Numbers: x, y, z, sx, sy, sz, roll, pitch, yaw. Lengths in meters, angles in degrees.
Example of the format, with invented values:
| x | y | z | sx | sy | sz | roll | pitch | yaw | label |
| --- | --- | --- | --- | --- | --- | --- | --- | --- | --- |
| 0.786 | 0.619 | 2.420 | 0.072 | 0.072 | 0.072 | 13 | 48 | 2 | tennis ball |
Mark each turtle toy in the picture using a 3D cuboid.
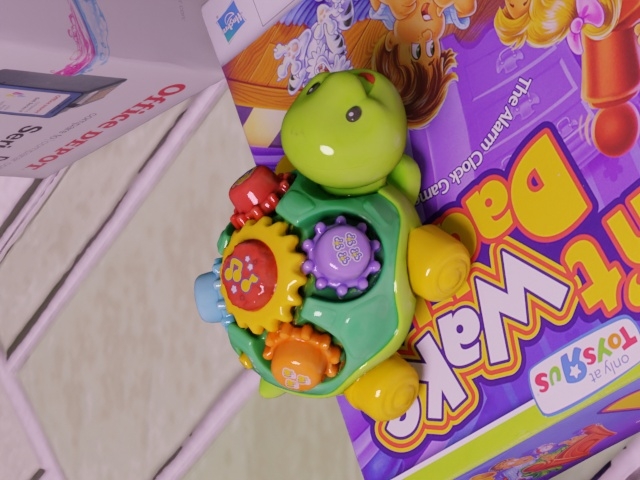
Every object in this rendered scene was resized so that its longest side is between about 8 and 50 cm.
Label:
| x | y | z | sx | sy | sz | roll | pitch | yaw | label |
| --- | --- | --- | --- | --- | --- | --- | --- | --- | --- |
| 0.000 | 0.000 | 0.606 | 0.095 | 0.066 | 0.130 | 35 | 110 | 39 | turtle toy |

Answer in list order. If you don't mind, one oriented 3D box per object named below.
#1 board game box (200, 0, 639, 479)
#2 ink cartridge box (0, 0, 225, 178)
| x | y | z | sx | sy | sz | roll | pitch | yaw | label |
| --- | --- | --- | --- | --- | --- | --- | --- | --- | --- |
| 0.125 | -0.076 | 0.596 | 0.347 | 0.078 | 0.233 | -36 | 64 | 36 | board game box |
| -0.172 | -0.098 | 0.784 | 0.154 | 0.212 | 0.093 | -23 | 75 | 39 | ink cartridge box |
